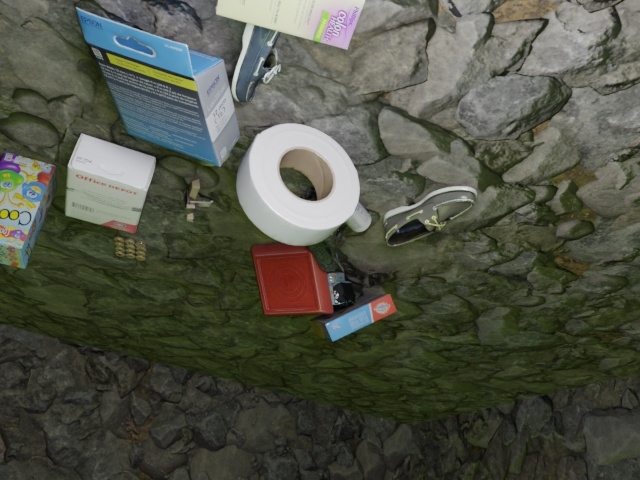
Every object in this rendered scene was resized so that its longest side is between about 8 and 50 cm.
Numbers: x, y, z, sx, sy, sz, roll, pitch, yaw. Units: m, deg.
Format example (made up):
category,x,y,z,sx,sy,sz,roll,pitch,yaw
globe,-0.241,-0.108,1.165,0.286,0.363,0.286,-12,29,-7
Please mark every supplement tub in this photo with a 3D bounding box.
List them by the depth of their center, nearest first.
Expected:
category,x,y,z,sx,sy,sz,roll,pitch,yaw
supplement tub,0.092,-0.078,1.677,0.071,0.071,0.107,-10,146,28

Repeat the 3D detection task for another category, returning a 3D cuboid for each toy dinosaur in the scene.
category,x,y,z,sx,sy,sz,roll,pitch,yaw
toy dinosaur,0.038,-0.015,1.751,0.064,0.118,0.268,-1,150,14

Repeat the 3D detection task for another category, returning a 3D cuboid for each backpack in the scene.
category,x,y,z,sx,sy,sz,roll,pitch,yaw
backpack,0.007,0.182,2.046,0.188,0.144,0.166,-19,173,19

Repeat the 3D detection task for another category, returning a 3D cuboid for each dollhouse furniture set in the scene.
category,x,y,z,sx,sy,sz,roll,pitch,yaw
dollhouse furniture set,-0.340,-0.117,1.705,0.081,0.091,0.114,2,151,-24

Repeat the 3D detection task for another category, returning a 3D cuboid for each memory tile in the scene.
category,x,y,z,sx,sy,sz,roll,pitch,yaw
memory tile,-0.676,0.031,2.093,0.113,0.012,0.148,12,150,-10

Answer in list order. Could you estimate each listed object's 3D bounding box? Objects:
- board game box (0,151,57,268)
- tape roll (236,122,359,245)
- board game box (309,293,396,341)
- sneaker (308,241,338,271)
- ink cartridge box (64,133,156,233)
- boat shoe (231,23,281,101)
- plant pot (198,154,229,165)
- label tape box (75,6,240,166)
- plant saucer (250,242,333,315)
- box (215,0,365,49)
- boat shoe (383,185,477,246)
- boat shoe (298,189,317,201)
category,x,y,z,sx,sy,sz,roll,pitch,yaw
board game box,-0.863,-0.085,1.661,0.142,0.275,0.144,15,149,-15
tape roll,-0.053,-0.134,1.394,0.286,0.286,0.100,18,149,-19
board game box,0.104,0.264,2.056,0.242,0.064,0.316,-23,179,-11
sneaker,0.000,0.000,1.845,0.069,0.082,0.209,-16,126,12
ink cartridge box,-0.590,-0.149,1.649,0.207,0.117,0.283,17,150,-17
boat shoe,-0.119,-0.370,1.190,0.079,0.095,0.254,22,140,-4
plant pot,-0.276,-0.242,1.470,0.083,0.083,0.079,1,138,11
label tape box,-0.318,-0.330,1.217,0.249,0.115,0.347,21,151,13
plant saucer,-0.103,0.137,1.952,0.259,0.048,0.259,-5,105,20
box,-0.036,-0.463,0.977,0.243,0.117,0.213,13,150,-8
boat shoe,0.301,-0.063,1.637,0.109,0.091,0.305,30,143,-35
boat shoe,-0.032,-0.101,1.665,0.076,0.080,0.228,17,157,-20
